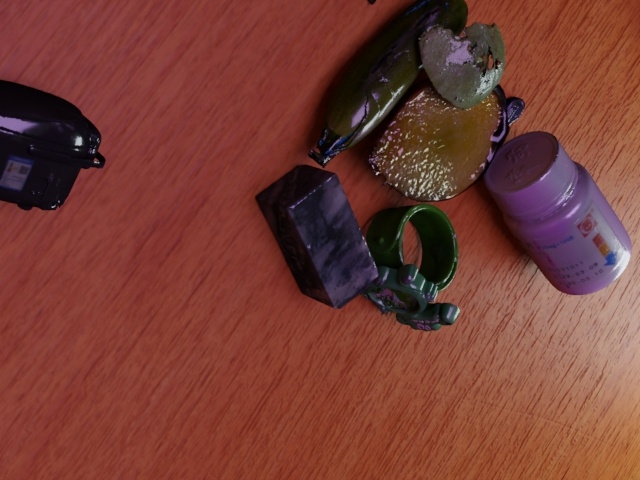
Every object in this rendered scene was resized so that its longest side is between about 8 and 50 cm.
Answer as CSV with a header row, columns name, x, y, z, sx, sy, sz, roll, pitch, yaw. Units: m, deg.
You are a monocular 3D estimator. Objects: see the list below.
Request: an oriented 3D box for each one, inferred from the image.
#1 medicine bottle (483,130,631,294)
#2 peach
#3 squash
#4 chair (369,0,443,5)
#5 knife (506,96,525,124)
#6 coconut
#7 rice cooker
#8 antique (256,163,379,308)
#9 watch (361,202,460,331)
name,x,y,z,sx,sy,sz,roll,pitch,yaw
medicine bottle,0.368,-0.041,1.555,0.152,0.152,0.254,-52,123,-13
peach,0.158,-0.148,1.432,0.279,0.068,0.189,-16,111,-35
squash,0.087,-0.225,1.354,0.331,0.087,0.087,-51,124,-16
chair,0.078,-0.414,1.257,0.213,0.174,0.149,30,79,-47
knife,0.276,-0.173,1.542,0.031,0.018,0.121,39,80,-33
coconut,0.206,-0.239,1.362,0.158,0.055,0.133,-24,117,-34
rice cooker,-0.332,-0.106,1.060,0.203,0.142,0.118,15,105,-36
antique,0.000,0.000,1.347,0.086,0.088,0.183,-36,119,-21
watch,0.134,0.033,1.445,0.165,0.131,0.152,37,61,-31
